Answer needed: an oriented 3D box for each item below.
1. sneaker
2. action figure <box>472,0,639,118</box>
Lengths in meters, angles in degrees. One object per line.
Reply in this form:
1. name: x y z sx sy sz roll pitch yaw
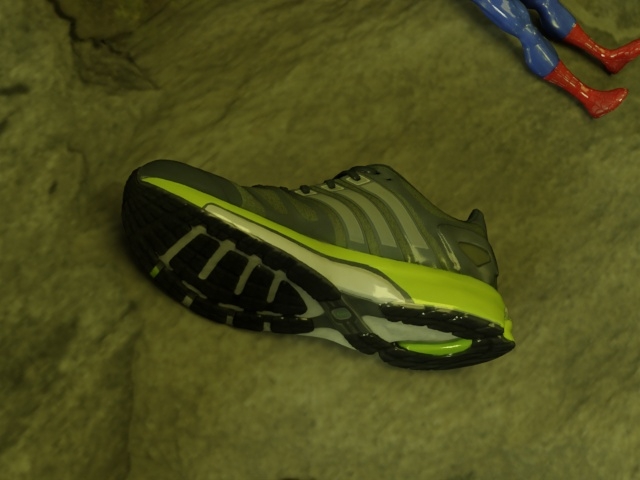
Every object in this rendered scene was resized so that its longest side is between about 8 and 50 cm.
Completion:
1. sneaker: 0.000 0.000 1.046 0.300 0.111 0.121 20 52 -26
2. action figure: 0.155 -0.225 1.191 0.280 0.139 0.091 32 58 -10
